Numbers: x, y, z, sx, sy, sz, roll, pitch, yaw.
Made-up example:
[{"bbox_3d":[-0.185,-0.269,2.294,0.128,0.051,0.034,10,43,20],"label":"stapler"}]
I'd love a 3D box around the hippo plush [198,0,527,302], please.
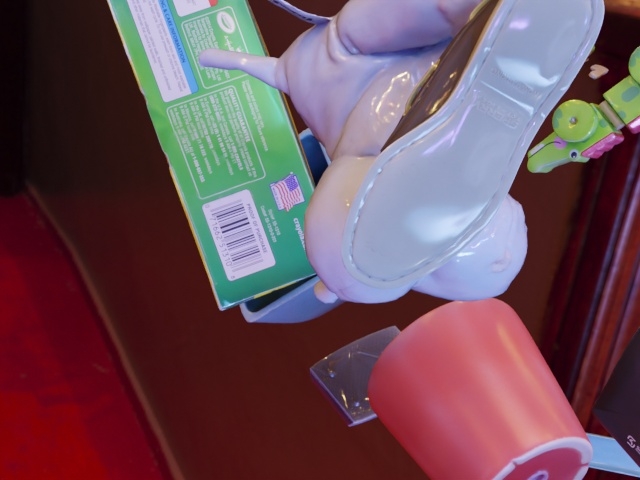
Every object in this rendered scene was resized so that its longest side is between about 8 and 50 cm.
[{"bbox_3d":[0.069,-0.075,0.637,0.294,0.236,0.234,8,-22,-19],"label":"hippo plush"}]

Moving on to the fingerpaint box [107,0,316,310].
[{"bbox_3d":[-0.126,-0.151,1.136,0.163,0.444,0.371,-20,0,-3],"label":"fingerpaint box"}]

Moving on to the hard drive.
[{"bbox_3d":[0.114,0.292,1.789,0.255,0.054,0.172,-21,56,-37],"label":"hard drive"}]

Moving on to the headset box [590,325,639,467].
[{"bbox_3d":[0.373,0.147,0.631,0.293,0.110,0.218,-10,43,-28],"label":"headset box"}]

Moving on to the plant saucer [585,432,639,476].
[{"bbox_3d":[0.525,0.376,1.466,0.192,0.067,0.018,9,22,9],"label":"plant saucer"}]

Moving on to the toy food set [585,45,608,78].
[{"bbox_3d":[0.386,-0.332,1.363,0.192,0.038,0.132,34,28,12],"label":"toy food set"}]

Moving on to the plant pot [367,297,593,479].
[{"bbox_3d":[0.240,0.259,1.205,0.275,0.275,0.243,-4,39,-27],"label":"plant pot"}]

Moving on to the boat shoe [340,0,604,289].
[{"bbox_3d":[0.091,-0.069,0.533,0.081,0.227,0.068,33,15,-9],"label":"boat shoe"}]

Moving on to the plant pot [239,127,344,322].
[{"bbox_3d":[0.000,0.000,1.448,0.252,0.247,0.247,24,39,-56],"label":"plant pot"}]

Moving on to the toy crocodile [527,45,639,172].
[{"bbox_3d":[0.468,-0.204,1.285,0.115,0.340,0.105,-1,57,-60],"label":"toy crocodile"}]
